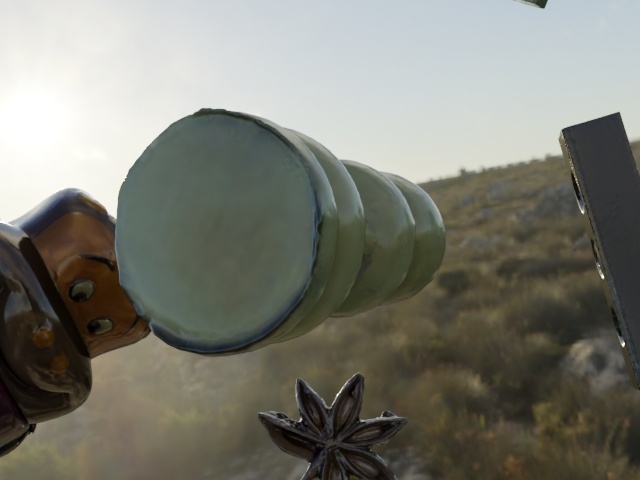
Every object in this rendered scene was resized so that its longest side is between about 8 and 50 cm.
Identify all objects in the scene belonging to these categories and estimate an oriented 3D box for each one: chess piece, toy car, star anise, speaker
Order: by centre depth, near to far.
[{"bbox_3d":[0.000,0.000,0.617,0.133,0.133,0.243,-9,-6,29],"label":"chess piece"},{"bbox_3d":[0.219,0.007,0.711,0.046,0.191,0.040,-15,-8,8],"label":"speaker"},{"bbox_3d":[-0.320,0.044,1.004,0.240,0.271,0.340,-30,31,-18],"label":"toy car"},{"bbox_3d":[0.030,0.285,1.415,0.196,0.212,0.073,-21,-15,-7],"label":"star anise"}]

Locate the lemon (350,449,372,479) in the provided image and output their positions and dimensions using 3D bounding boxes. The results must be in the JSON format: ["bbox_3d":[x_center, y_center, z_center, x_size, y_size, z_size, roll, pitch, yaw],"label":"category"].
[{"bbox_3d":[0.050,0.339,1.487,0.083,0.062,0.062,-25,9,-26],"label":"lemon"}]

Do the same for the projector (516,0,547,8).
[{"bbox_3d":[0.270,-0.404,1.413,0.147,0.115,0.061,28,13,28],"label":"projector"}]
